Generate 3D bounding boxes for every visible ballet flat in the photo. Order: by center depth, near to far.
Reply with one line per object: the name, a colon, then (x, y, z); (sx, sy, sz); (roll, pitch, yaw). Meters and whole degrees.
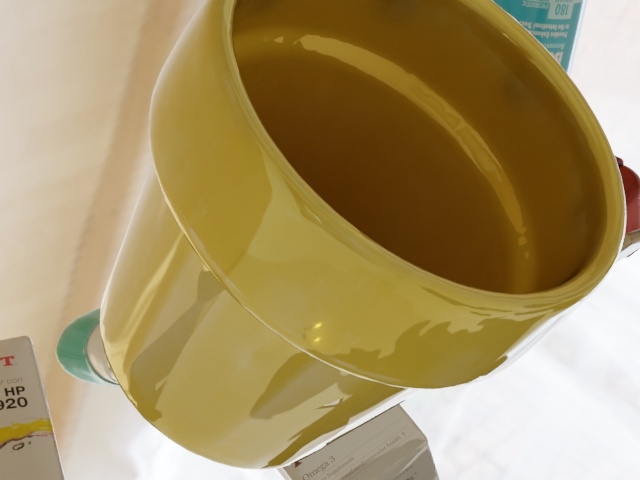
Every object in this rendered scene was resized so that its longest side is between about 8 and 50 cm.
ballet flat: (-0.147, 0.104, 1.525); (0.087, 0.247, 0.083); (-14, 105, -75)

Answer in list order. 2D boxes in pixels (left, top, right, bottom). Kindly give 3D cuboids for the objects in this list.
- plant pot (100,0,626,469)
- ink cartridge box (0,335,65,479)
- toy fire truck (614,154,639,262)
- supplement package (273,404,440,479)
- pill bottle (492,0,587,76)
plant pot: (0.000, 0.000, 0.897); (0.254, 0.254, 0.239); (-29, 163, -48)
ink cartridge box: (-0.287, 0.223, 1.268); (0.171, 0.232, 0.168); (-9, 138, -15)
toy fire truck: (0.299, -0.010, 1.808); (0.217, 0.246, 0.158); (-34, 130, -25)
supplement package: (0.000, 0.144, 1.285); (0.105, 0.179, 0.105); (-36, 151, -9)
pill bottle: (0.180, -0.174, 1.624); (0.146, 0.146, 0.264); (-22, 127, -54)
